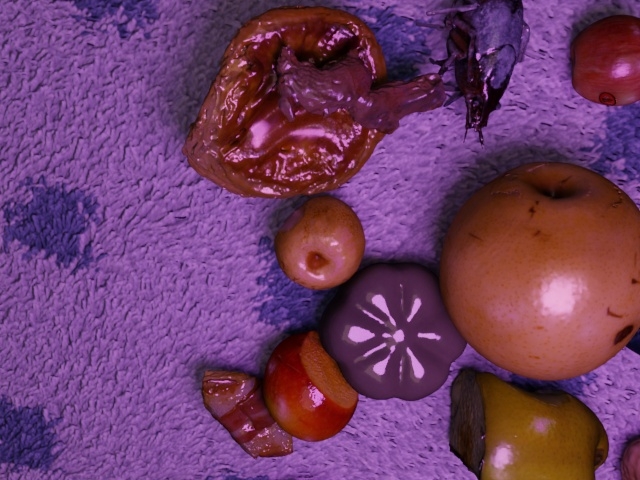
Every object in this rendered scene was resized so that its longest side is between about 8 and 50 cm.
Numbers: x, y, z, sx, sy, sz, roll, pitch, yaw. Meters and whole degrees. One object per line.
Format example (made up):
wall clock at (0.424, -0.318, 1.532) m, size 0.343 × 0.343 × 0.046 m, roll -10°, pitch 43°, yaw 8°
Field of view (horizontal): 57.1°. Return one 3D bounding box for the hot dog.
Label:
hot dog at (-0.150, 0.339, 1.195) m, size 0.123 × 0.093 × 0.262 m, roll -29°, pitch 115°, yaw 1°

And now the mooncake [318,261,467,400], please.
mooncake at (0.138, 0.167, 1.091) m, size 0.274 × 0.135 × 0.275 m, roll 0°, pitch 92°, yaw -8°

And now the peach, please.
peach at (-0.016, 0.276, 1.126) m, size 0.190 × 0.190 × 0.193 m, roll 14°, pitch 99°, yaw 1°

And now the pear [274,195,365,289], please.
pear at (0.000, 0.000, 1.071) m, size 0.177 × 0.178 × 0.178 m, roll 1°, pitch 103°, yaw 4°

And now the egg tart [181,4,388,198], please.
egg tart at (-0.047, -0.230, 1.013) m, size 0.339 × 0.153 × 0.352 m, roll 13°, pitch 114°, yaw -26°

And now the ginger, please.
ginger at (0.066, -0.237, 0.940) m, size 0.290 × 0.084 × 0.122 m, roll 1°, pitch 88°, yaw -24°

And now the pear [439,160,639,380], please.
pear at (0.362, 0.047, 0.965) m, size 0.348 × 0.348 × 0.349 m, roll 1°, pitch 103°, yaw 4°

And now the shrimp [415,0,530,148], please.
shrimp at (0.270, -0.370, 0.976) m, size 0.221 × 0.166 × 0.411 m, roll 3°, pitch 110°, yaw -25°

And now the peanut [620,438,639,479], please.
peanut at (0.672, 0.514, 1.153) m, size 0.159 × 0.143 × 0.291 m, roll -5°, pitch 108°, yaw -4°

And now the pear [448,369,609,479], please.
pear at (0.394, 0.347, 1.079) m, size 0.281 × 0.286 × 0.176 m, roll 11°, pitch 84°, yaw 2°

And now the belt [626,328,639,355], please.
belt at (0.605, 0.076, 1.024) m, size 0.116 × 0.206 × 0.268 m, roll 35°, pitch 93°, yaw -11°

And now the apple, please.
apple at (0.486, -0.300, 0.982) m, size 0.130 × 0.146 × 0.147 m, roll 1°, pitch 104°, yaw 27°
